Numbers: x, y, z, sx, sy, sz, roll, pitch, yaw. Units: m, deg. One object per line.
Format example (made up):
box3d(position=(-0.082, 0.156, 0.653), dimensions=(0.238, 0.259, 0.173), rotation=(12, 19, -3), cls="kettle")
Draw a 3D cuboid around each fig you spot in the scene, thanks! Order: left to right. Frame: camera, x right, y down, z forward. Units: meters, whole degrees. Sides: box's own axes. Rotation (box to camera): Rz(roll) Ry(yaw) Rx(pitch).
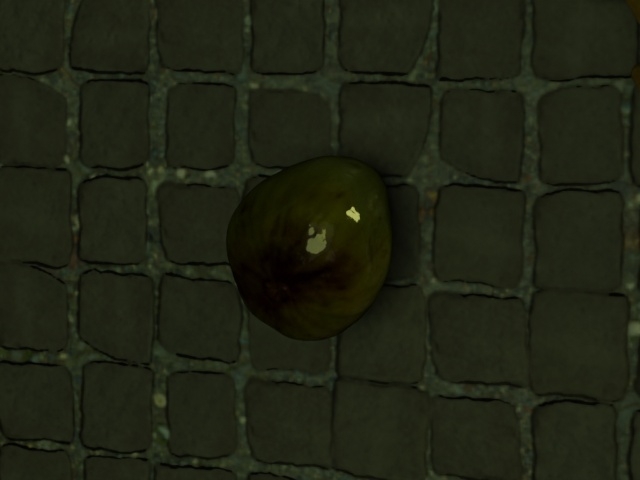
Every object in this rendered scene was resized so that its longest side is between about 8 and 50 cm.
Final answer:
box3d(position=(-0.006, 0.005, 1.442), dimensions=(0.136, 0.121, 0.153), rotation=(45, 109, 7), cls="fig")

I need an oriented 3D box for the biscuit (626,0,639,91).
box3d(position=(0.312, -0.112, 1.309), dimensions=(0.212, 0.041, 0.239), rotation=(12, 115, 21), cls="biscuit")
